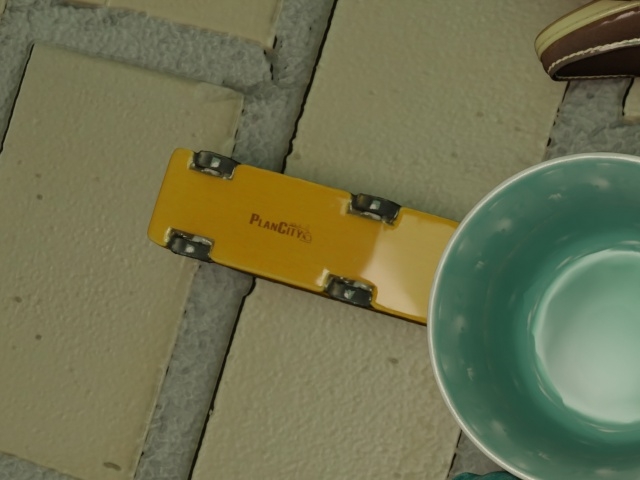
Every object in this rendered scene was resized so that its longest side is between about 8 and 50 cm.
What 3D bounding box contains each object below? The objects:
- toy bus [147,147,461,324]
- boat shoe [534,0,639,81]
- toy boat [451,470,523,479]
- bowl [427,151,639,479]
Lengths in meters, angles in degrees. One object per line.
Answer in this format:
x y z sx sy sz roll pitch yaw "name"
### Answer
0.000 0.000 1.756 0.332 0.130 0.108 15 87 21 "toy bus"
0.375 -0.177 1.642 0.341 0.123 0.123 -8 77 11 "boat shoe"
0.056 0.321 1.628 0.148 0.267 0.318 54 142 14 "toy boat"
0.270 0.085 1.628 0.311 0.163 0.312 -4 79 19 "bowl"
